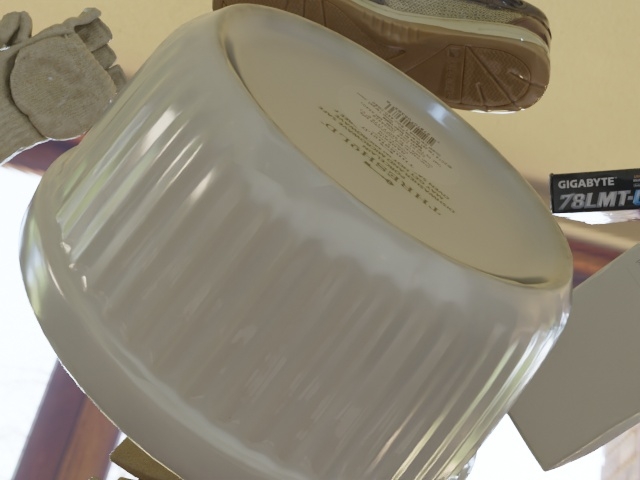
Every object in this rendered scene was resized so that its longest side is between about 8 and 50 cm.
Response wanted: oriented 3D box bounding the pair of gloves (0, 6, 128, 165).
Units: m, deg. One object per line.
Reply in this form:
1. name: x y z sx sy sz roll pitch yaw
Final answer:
1. pair of gloves: -0.276 -0.186 0.883 0.042 0.204 0.240 -18 -76 50

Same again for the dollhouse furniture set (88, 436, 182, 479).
1. dollhouse furniture set: -0.168 0.340 1.142 0.135 0.259 0.262 19 -63 11

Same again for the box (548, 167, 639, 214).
1. box: 0.534 -0.073 1.649 0.295 0.073 0.293 -4 -4 26

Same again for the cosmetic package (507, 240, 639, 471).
1. cosmetic package: 0.388 0.086 1.170 0.385 0.156 0.217 -42 -22 25

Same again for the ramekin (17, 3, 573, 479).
1. ramekin: 0.000 0.000 0.413 0.207 0.207 0.109 27 -64 -20

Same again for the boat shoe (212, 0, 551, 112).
1. boat shoe: 0.054 -0.180 0.886 0.285 0.092 0.103 12 -44 10
